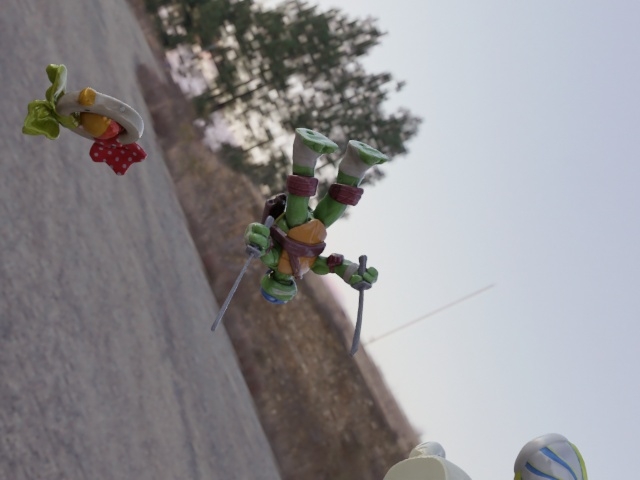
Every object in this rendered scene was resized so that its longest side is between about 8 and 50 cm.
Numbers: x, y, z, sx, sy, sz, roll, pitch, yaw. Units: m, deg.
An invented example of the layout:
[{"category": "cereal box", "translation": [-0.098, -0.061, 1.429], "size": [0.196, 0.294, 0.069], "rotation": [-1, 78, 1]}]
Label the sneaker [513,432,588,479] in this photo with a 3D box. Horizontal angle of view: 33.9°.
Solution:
[{"category": "sneaker", "translation": [0.296, 0.334, 1.214], "size": [0.126, 0.091, 0.240], "rotation": [55, -12, 55]}]

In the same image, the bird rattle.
[{"category": "bird rattle", "translation": [-0.420, -0.214, 1.966], "size": [0.253, 0.143, 0.207], "rotation": [36, -26, -31]}]

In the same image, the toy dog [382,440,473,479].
[{"category": "toy dog", "translation": [0.228, 0.617, 1.928], "size": [0.395, 0.284, 0.408], "rotation": [-95, 160, -57]}]

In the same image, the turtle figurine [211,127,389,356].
[{"category": "turtle figurine", "translation": [0.000, 0.000, 1.443], "size": [0.275, 0.197, 0.266], "rotation": [-69, 179, -74]}]
